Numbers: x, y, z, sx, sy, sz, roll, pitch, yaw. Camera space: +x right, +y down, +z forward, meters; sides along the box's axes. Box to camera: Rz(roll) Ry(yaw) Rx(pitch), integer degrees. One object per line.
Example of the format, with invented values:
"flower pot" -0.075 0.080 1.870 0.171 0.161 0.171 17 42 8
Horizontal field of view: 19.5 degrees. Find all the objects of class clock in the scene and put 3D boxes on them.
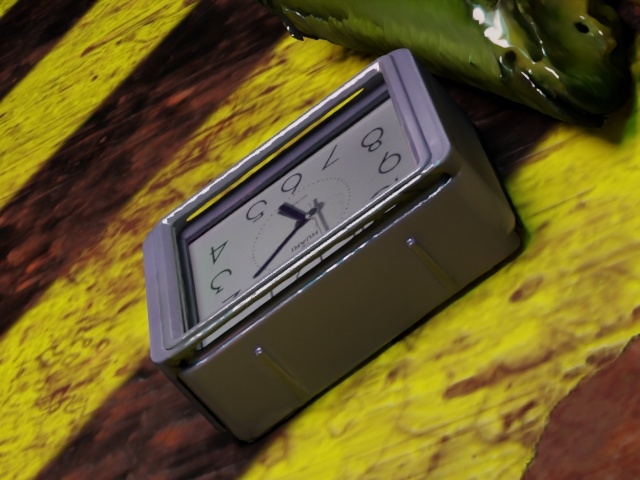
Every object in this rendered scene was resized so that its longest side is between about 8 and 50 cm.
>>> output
"clock" 0.001 0.001 0.996 0.193 0.073 0.144 -36 28 12

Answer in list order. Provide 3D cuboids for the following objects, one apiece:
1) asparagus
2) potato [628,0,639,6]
"asparagus" 0.072 -0.155 1.090 0.128 0.108 0.382 -45 30 -9
"potato" 0.189 -0.226 0.985 0.369 0.195 0.176 -104 35 -49
